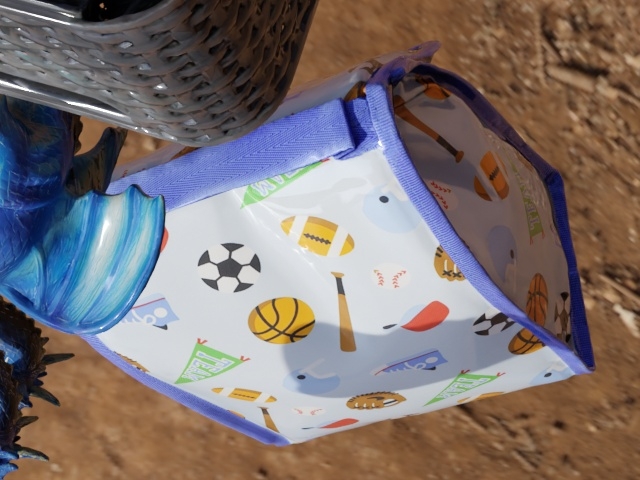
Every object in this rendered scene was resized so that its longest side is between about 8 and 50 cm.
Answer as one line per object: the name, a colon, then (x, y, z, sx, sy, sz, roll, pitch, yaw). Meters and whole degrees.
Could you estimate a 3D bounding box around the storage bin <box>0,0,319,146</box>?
storage bin: (-0.050, -0.126, 0.363, 0.122, 0.084, 0.180, 16, 81, 14)

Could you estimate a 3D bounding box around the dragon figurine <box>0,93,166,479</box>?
dragon figurine: (-0.116, -0.017, 0.647, 0.289, 0.144, 0.085, -51, 35, 21)

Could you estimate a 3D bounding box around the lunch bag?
lunch bag: (0.000, 0.000, 1.274, 0.328, 0.385, 0.239, -19, 64, 24)
